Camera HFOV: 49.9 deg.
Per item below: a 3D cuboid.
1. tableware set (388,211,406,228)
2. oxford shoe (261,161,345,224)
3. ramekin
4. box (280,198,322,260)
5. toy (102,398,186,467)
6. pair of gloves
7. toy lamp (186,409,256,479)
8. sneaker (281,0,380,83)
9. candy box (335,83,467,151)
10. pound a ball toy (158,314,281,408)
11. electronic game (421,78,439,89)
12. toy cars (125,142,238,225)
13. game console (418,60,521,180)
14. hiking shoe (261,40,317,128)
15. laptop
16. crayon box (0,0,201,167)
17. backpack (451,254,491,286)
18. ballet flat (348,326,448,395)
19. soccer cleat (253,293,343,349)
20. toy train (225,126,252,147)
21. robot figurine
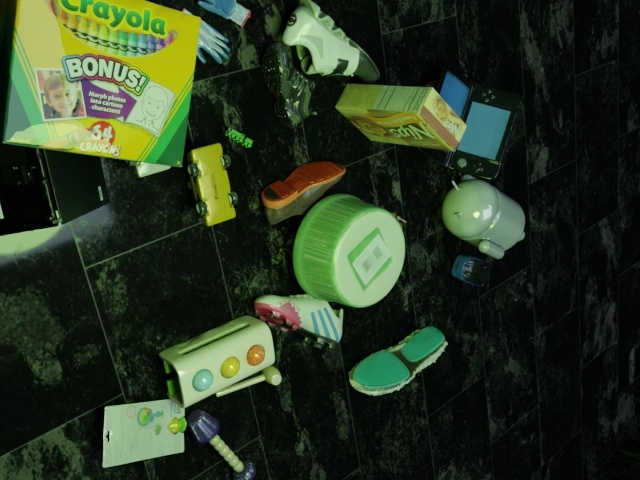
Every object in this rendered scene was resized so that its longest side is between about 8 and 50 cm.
[{"bbox_3d":[0.201,-0.014,2.125,0.104,0.024,0.154,28,84,-38],"label":"tableware set"},{"bbox_3d":[-0.045,-0.132,1.852,0.271,0.097,0.098,-28,137,-28],"label":"oxford shoe"},{"bbox_3d":[0.088,0.034,1.847,0.304,0.148,0.303,-13,110,-39],"label":"ramekin"},{"bbox_3d":[0.000,0.000,1.916,0.180,0.078,0.147,-55,129,-16],"label":"box"},{"bbox_3d":[-0.434,0.459,1.668,0.237,0.056,0.136,7,80,-49],"label":"toy"},{"bbox_3d":[-0.251,-0.516,1.609,0.159,0.023,0.198,33,78,-40],"label":"pair of gloves"},{"bbox_3d":[-0.264,0.547,1.828,0.080,0.080,0.274,-48,128,-22],"label":"toy lamp"},{"bbox_3d":[0.020,-0.483,1.804,0.331,0.122,0.146,30,99,-42],"label":"sneaker"},{"bbox_3d":[0.212,-0.335,1.855,0.183,0.317,0.087,34,78,-41],"label":"candy box"},{"bbox_3d":[-0.230,0.336,1.765,0.319,0.136,0.208,-20,113,-35],"label":"pound a ball toy"},{"bbox_3d":[0.364,-0.388,2.152,0.229,0.048,0.229,-12,109,-38],"label":"electronic game"},{"bbox_3d":[-0.336,-0.188,1.581,0.394,0.087,0.176,39,74,-36],"label":"toy cars"},{"bbox_3d":[0.461,-0.363,2.110,0.173,0.250,0.293,28,80,-76],"label":"game console"},{"bbox_3d":[-0.074,-0.407,1.751,0.114,0.086,0.226,-34,131,-28],"label":"hiking shoe"},{"bbox_3d":[-0.594,-0.149,1.413,0.265,0.136,0.234,-11,109,-12],"label":"laptop"},{"bbox_3d":[-0.431,-0.322,1.344,0.363,0.106,0.312,3,98,-42],"label":"crayon box"},{"bbox_3d":[0.505,0.101,2.361,0.120,0.101,0.097,14,89,-38],"label":"backpack"},{"bbox_3d":[0.252,0.412,2.210,0.409,0.147,0.146,-21,114,-35],"label":"ballet flat"},{"bbox_3d":[-0.056,0.193,1.911,0.331,0.116,0.143,35,62,-43],"label":"soccer cleat"},{"bbox_3d":[-0.203,-0.258,1.719,0.083,0.017,0.023,28,72,-41],"label":"toy train"},{"bbox_3d":[0.538,-0.079,2.276,0.354,0.200,0.299,24,45,-41],"label":"robot figurine"}]
